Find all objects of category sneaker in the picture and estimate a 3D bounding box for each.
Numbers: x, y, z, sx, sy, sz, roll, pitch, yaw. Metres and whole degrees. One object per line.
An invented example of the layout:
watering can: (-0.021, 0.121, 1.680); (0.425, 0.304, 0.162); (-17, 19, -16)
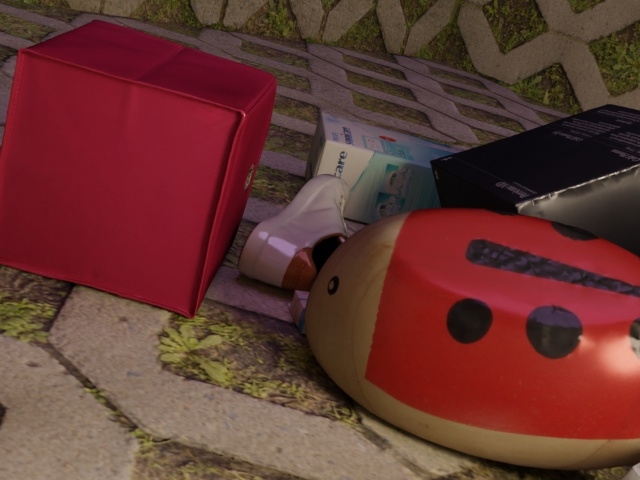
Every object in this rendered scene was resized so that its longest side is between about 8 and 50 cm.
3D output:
sneaker: (0.000, 0.000, 1.383); (0.123, 0.106, 0.290); (25, 30, 12)

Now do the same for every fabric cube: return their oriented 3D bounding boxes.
fabric cube: (-0.214, -0.096, 1.216); (0.259, 0.254, 0.258); (17, 18, -1)

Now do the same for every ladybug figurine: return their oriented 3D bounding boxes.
ladybug figurine: (0.203, 0.081, 1.073); (0.449, 0.162, 0.305); (12, 42, 10)

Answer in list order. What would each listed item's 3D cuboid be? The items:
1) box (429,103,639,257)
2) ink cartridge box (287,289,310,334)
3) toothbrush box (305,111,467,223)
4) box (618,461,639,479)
box: (0.367, -0.051, 1.445); (0.312, 0.179, 0.343); (-17, 16, -7)
ink cartridge box: (-0.007, 0.085, 1.225); (0.048, 0.028, 0.083); (11, 19, -18)
toothbrush box: (0.128, -0.105, 1.742); (0.295, 0.126, 0.216); (13, 19, -5)
box: (0.351, 0.265, 0.886); (0.186, 0.038, 0.145); (49, 25, 24)
